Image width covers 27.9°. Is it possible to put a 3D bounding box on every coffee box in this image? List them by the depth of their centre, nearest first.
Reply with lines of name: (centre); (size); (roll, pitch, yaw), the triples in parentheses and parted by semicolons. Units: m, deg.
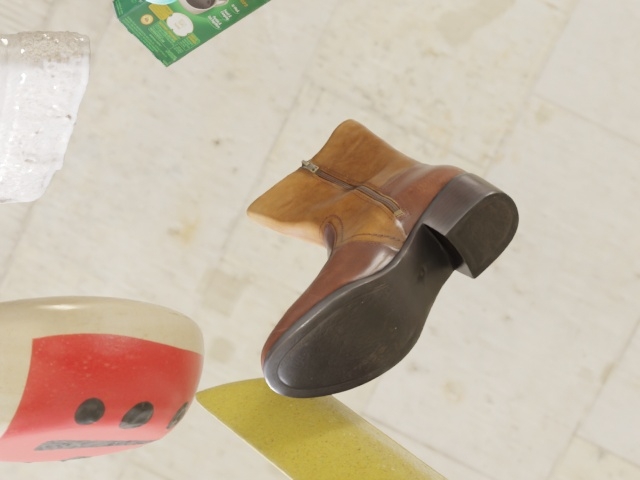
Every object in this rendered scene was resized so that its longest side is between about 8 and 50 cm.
coffee box: (-0.151, -0.302, 1.596); (0.184, 0.040, 0.113); (-31, 142, 13)

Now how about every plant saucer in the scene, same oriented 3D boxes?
plant saucer: (0.085, 0.248, 1.143); (0.081, 0.333, 0.333); (-52, 139, -7)

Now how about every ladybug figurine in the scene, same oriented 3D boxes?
ladybug figurine: (-0.331, 0.189, 1.676); (0.305, 0.449, 0.162); (-35, -118, 40)

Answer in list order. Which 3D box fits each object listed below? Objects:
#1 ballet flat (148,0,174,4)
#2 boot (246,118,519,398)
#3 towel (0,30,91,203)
ballet flat: (-0.130, -0.284, 0.990); (0.221, 0.077, 0.079); (85, -4, -57)
boot: (0.000, 0.000, 1.157); (0.264, 0.096, 0.280); (-45, -145, -10)
towel: (-0.331, -0.105, 1.209); (0.282, 0.187, 0.049); (126, -46, -56)
